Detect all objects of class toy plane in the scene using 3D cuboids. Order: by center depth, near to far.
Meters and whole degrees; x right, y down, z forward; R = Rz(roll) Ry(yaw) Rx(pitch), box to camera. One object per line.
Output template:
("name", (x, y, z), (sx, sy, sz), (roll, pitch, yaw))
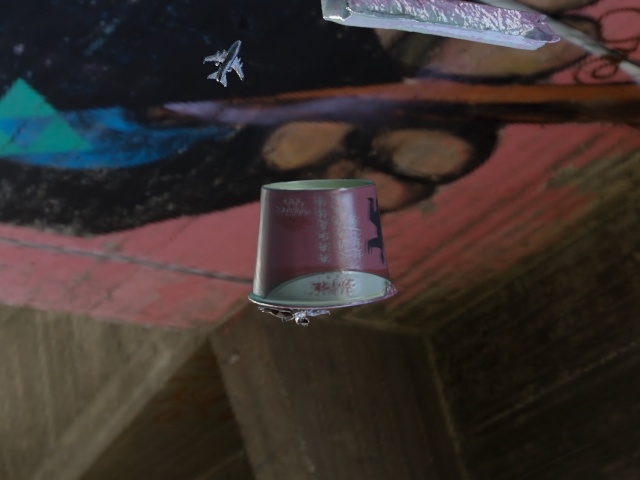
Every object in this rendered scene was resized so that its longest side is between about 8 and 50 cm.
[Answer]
("toy plane", (-0.159, -0.308, 1.968), (0.083, 0.078, 0.031), (-61, -151, 13))

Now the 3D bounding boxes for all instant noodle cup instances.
("instant noodle cup", (0.000, 0.000, 1.782), (0.234, 0.234, 0.179), (6, -79, 50))

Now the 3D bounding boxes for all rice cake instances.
("rice cake", (0.144, -0.257, 1.317), (0.081, 0.290, 0.051), (-151, -114, -64))

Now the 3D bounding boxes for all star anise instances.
("star anise", (-0.032, 0.108, 2.076), (0.129, 0.124, 0.056), (-44, -145, 38))
